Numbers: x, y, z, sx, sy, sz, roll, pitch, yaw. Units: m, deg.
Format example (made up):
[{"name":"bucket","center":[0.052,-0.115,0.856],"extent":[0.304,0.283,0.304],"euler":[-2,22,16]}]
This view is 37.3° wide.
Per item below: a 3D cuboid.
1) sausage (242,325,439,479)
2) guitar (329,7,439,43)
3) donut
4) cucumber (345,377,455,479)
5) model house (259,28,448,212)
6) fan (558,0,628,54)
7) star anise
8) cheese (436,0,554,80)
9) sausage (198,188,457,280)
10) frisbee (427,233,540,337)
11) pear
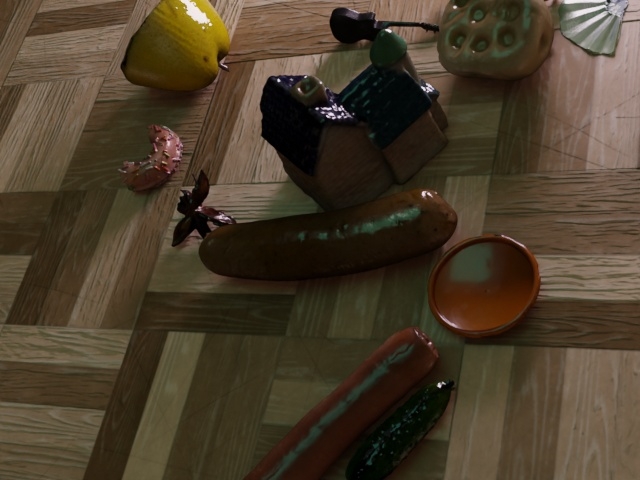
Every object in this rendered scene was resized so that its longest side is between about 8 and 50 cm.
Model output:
[{"name":"sausage","center":[0.022,0.299,1.517],"extent":[0.419,0.094,0.094],"euler":[-44,90,-5]},{"name":"guitar","center":[0.131,-0.443,1.969],"extent":[0.233,0.088,0.025],"euler":[7,62,19]},{"name":"donut","center":[-0.352,-0.178,2.031],"extent":[0.117,0.065,0.166],"euler":[5,63,29]},{"name":"cucumber","center":[0.128,0.300,1.485],"extent":[0.227,0.069,0.069],"euler":[-44,51,-10]},{"name":"model house","center":[0.052,-0.235,1.740],"extent":[0.298,0.284,0.243],"euler":[-43,56,-5]},{"name":"fan","center":[0.520,-0.438,1.811],"extent":[0.131,0.009,0.240],"euler":[-13,55,21]},{"name":"star anise","center":[-0.235,-0.068,1.916],"extent":[0.158,0.144,0.140],"euler":[-22,97,20]},{"name":"cheese","center":[0.324,-0.393,1.788],"extent":[0.218,0.117,0.235],"euler":[-30,59,24]},{"name":"sausage","center":[-0.001,0.003,1.702],"extent":[0.500,0.123,0.136],"euler":[-10,59,21]},{"name":"frisbee","center":[0.271,0.078,1.575],"extent":[0.192,0.035,0.192],"euler":[-13,54,19]},{"name":"pear","center":[-0.296,-0.415,2.097],"extent":[0.178,0.267,0.267],"euler":[40,81,14]}]
